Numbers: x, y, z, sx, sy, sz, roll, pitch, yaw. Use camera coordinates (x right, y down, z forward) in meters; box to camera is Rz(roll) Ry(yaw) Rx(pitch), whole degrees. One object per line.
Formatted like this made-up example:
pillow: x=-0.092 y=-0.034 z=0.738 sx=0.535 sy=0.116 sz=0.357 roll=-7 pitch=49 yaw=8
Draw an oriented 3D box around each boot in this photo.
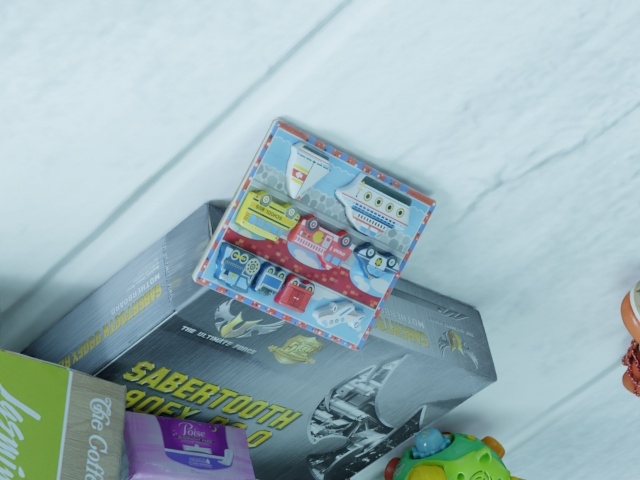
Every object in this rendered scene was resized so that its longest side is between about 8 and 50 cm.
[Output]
boot: x=0.221 y=0.074 z=1.265 sx=0.085 sy=0.059 sz=0.158 roll=-25 pitch=145 yaw=27

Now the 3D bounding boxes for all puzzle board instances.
puzzle board: x=0.000 y=0.000 z=1.078 sx=0.128 sy=0.011 sz=0.096 roll=25 pitch=94 yaw=-40

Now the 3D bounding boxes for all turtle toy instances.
turtle toy: x=0.079 y=0.171 z=1.351 sx=0.095 sy=0.066 sz=0.130 roll=12 pitch=140 yaw=-28

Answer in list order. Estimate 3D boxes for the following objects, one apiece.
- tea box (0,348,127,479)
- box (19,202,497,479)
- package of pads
tea box: x=-0.318 y=0.207 z=1.101 sx=0.324 sy=0.220 sz=0.329 roll=19 pitch=138 yaw=-19
box: x=-0.037 y=0.078 z=1.191 sx=0.231 sy=0.056 sz=0.183 roll=22 pitch=134 yaw=-40
package of pads: x=-0.082 y=0.129 z=1.155 sx=0.083 sy=0.050 sz=0.032 roll=11 pitch=134 yaw=-28
